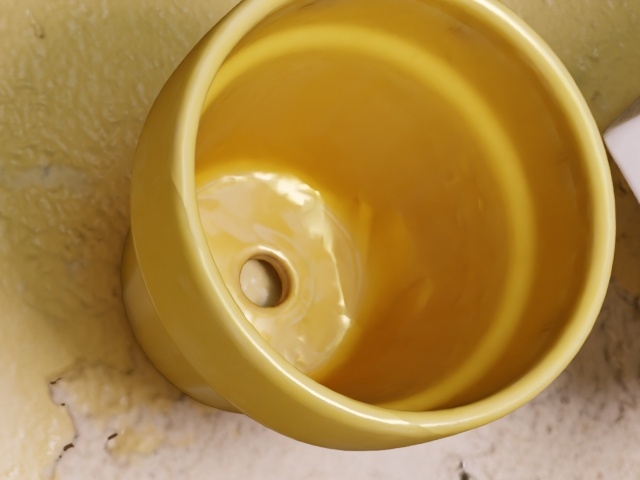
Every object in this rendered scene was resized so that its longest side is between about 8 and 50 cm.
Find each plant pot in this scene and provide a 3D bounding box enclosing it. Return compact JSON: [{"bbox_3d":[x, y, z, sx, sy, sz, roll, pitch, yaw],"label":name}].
[{"bbox_3d":[0.000,0.000,1.093,0.254,0.239,0.254,6,75,-21],"label":"plant pot"}]

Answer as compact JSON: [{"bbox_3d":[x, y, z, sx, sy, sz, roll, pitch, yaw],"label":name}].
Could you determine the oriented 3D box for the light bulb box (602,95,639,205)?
[{"bbox_3d":[0.392,-0.071,1.159,0.361,0.358,0.225,-30,91,16],"label":"light bulb box"}]
